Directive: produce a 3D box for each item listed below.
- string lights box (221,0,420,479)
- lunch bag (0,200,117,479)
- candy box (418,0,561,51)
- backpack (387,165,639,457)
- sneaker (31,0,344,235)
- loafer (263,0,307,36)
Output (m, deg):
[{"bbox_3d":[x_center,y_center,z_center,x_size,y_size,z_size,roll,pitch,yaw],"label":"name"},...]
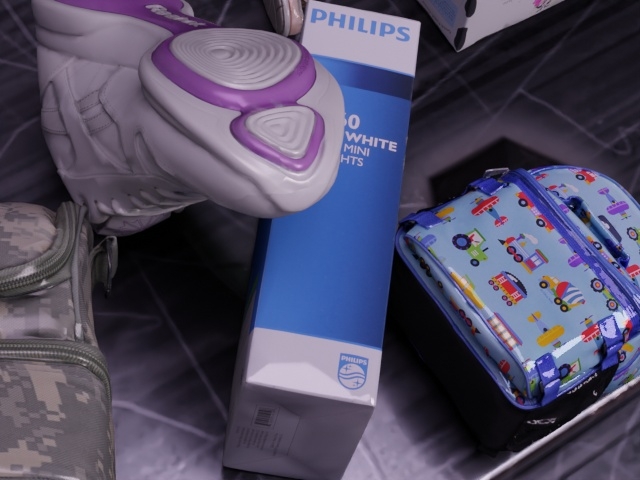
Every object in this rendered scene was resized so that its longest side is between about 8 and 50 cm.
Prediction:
[{"bbox_3d":[0.000,0.000,0.913,0.077,0.133,0.259,11,61,-4],"label":"string lights box"},{"bbox_3d":[-0.260,0.090,0.806,0.305,0.212,0.256,-2,45,-8],"label":"lunch bag"},{"bbox_3d":[0.156,-0.239,1.025,0.165,0.196,0.070,-27,67,-19],"label":"candy box"},{"bbox_3d":[0.142,0.026,0.927,0.173,0.117,0.158,-25,68,-21],"label":"backpack"},{"bbox_3d":[-0.081,-0.058,0.882,0.114,0.152,0.305,-6,24,-29],"label":"sneaker"},{"bbox_3d":[-0.025,-0.200,1.074,0.039,0.045,0.125,-7,60,-18],"label":"loafer"}]
